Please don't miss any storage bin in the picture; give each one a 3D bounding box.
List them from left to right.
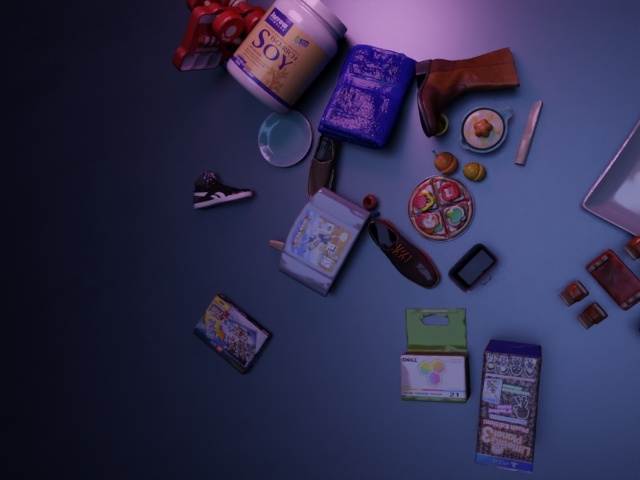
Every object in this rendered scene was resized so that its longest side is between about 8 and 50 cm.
[{"bbox_3d":[0.442,0.081,1.734,0.098,0.091,0.135,46,104,15],"label":"storage bin"}]

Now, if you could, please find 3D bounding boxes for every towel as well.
[{"bbox_3d":[0.138,-0.436,1.825,0.227,0.076,0.308,17,78,20],"label":"towel"}]

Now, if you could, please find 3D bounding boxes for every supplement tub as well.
[{"bbox_3d":[-0.100,-0.580,1.867,0.241,0.241,0.331,44,102,15],"label":"supplement tub"}]

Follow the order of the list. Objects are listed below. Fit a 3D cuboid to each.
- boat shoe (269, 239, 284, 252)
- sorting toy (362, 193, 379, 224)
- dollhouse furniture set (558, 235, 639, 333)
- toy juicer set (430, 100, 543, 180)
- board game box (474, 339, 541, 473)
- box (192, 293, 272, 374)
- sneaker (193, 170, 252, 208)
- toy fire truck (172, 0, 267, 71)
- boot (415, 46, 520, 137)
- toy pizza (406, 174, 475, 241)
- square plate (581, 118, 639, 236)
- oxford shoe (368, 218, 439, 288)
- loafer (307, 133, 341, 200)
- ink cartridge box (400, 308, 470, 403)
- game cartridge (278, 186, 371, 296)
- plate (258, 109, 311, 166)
[{"bbox_3d":[-0.093,0.045,1.942,0.170,0.063,0.059,19,89,18],"label":"boat shoe"},{"bbox_3d":[0.151,-0.091,1.876,0.061,0.042,0.102,33,112,33],"label":"sorting toy"},{"bbox_3d":[0.808,0.144,1.586,0.262,0.135,0.259,-44,69,26],"label":"dollhouse furniture set"},{"bbox_3d":[0.468,-0.278,1.737,0.329,0.089,0.209,-5,87,19],"label":"toy juicer set"},{"bbox_3d":[0.504,0.429,1.628,0.141,0.232,0.291,5,91,20],"label":"board game box"},{"bbox_3d":[-0.292,0.308,2.015,0.233,0.044,0.159,36,100,17],"label":"box"},{"bbox_3d":[-0.335,-0.179,2.026,0.217,0.079,0.121,-10,87,21],"label":"sneaker"},{"bbox_3d":[-0.311,-0.653,1.933,0.169,0.302,0.254,49,130,15],"label":"toy fire truck"},{"bbox_3d":[0.416,-0.417,1.728,0.280,0.096,0.264,-4,56,12],"label":"boot"},{"bbox_3d":[0.352,-0.096,1.803,0.201,0.032,0.201,-1,88,20],"label":"toy pizza"},{"bbox_3d":[0.931,-0.144,1.588,0.347,0.049,0.344,35,99,17],"label":"square plate"},{"bbox_3d":[0.237,0.042,1.804,0.271,0.098,0.097,43,102,16],"label":"oxford shoe"},{"bbox_3d":[0.001,-0.228,1.903,0.094,0.087,0.251,9,91,20],"label":"loafer"},{"bbox_3d":[0.328,0.329,1.766,0.189,0.097,0.255,-3,88,20],"label":"ink cartridge box"},{"bbox_3d":[0.000,0.000,1.865,0.198,0.062,0.297,28,100,3],"label":"game cartridge"},{"bbox_3d":[-0.113,-0.331,1.981,0.188,0.024,0.188,-1,87,20],"label":"plate"}]
